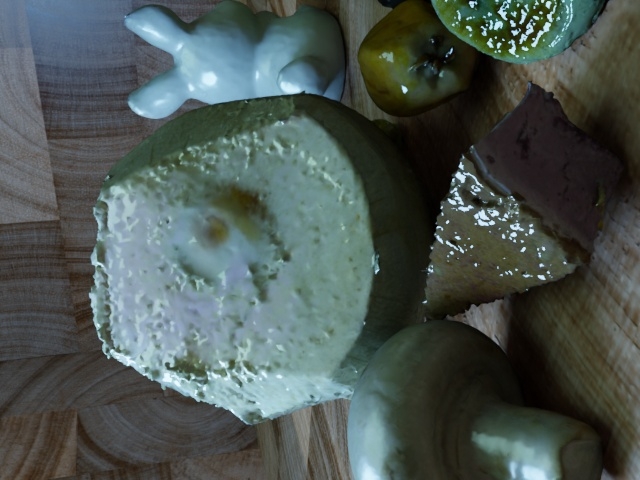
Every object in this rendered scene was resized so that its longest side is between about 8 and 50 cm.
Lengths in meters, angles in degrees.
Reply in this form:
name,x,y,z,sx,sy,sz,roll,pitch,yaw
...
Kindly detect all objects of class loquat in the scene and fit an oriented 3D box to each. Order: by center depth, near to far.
name,x,y,z,sx,sy,sz,roll,pitch,yaw
loquat,0.102,-0.186,0.737,0.137,0.137,0.113,-128,21,-66

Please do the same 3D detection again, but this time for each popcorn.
name,x,y,z,sx,sy,sz,roll,pitch,yaw
popcorn,0.081,-0.128,0.983,0.068,0.059,0.083,-53,-11,-44

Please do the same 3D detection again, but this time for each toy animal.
name,x,y,z,sx,sy,sz,roll,pitch,yaw
toy animal,-0.143,-0.304,1.242,0.241,0.367,0.196,-97,10,-67

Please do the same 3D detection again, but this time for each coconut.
name,x,y,z,sx,sy,sz,roll,pitch,yaw
coconut,-0.045,0.012,0.886,0.404,0.404,0.405,175,90,-77

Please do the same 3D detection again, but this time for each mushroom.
name,x,y,z,sx,sy,sz,roll,pitch,yaw
mushroom,0.119,0.173,0.640,0.209,0.206,0.207,149,115,-74

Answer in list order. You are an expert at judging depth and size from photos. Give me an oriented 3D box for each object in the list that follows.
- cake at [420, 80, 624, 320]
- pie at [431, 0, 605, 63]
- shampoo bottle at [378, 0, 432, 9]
name,x,y,z,sx,sy,sz,roll,pitch,yaw
cake,0.155,-0.003,0.616,0.112,0.116,0.295,35,161,10
pie,0.139,-0.224,0.568,0.187,0.041,0.187,42,157,22
shampoo bottle,0.120,-0.303,0.735,0.309,0.071,0.098,178,81,-78
